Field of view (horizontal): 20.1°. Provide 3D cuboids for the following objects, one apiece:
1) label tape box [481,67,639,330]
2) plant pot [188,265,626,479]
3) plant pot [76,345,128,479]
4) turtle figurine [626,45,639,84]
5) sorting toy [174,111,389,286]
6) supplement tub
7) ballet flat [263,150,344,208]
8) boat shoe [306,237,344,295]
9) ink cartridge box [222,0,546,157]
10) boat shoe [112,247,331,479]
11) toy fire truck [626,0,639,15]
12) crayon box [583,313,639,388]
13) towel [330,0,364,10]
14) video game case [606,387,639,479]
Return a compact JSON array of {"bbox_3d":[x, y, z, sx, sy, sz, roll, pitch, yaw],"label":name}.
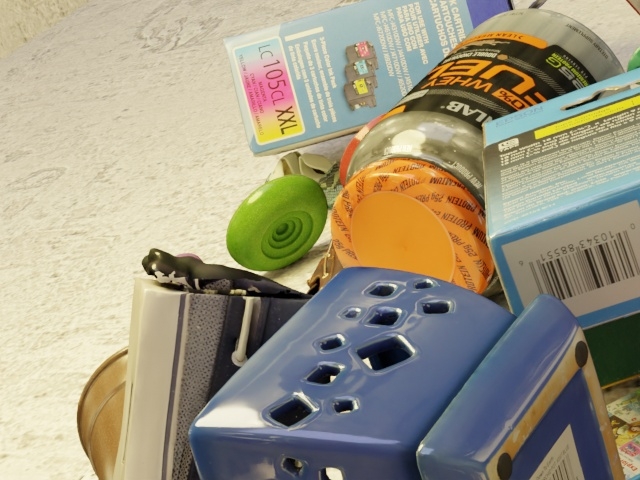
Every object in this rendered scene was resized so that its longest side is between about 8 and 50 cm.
[{"bbox_3d":[0.264,-0.048,1.509,0.240,0.106,0.334,-19,16,11],"label":"label tape box"},{"bbox_3d":[0.080,0.169,1.269,0.212,0.236,0.236,0,30,35],"label":"plant pot"},{"bbox_3d":[-0.121,0.193,1.529,0.167,0.167,0.165,-22,29,2],"label":"plant pot"},{"bbox_3d":[0.408,-0.176,1.924,0.175,0.118,0.234,36,28,15],"label":"turtle figurine"},{"bbox_3d":[0.000,0.000,1.980,0.365,0.127,0.126,-31,52,-13],"label":"sorting toy"},{"bbox_3d":[0.161,-0.076,1.802,0.207,0.207,0.338,-6,27,37],"label":"supplement tub"},{"bbox_3d":[-0.017,-0.079,2.194,0.070,0.070,0.188,-36,24,-30],"label":"ballet flat"},{"bbox_3d":[0.019,0.048,1.834,0.073,0.073,0.207,-18,21,7],"label":"boat shoe"},{"bbox_3d":[0.102,-0.217,2.155,0.395,0.151,0.270,-13,3,4],"label":"ink cartridge box"},{"bbox_3d":[-0.076,0.183,1.371,0.158,0.340,0.127,6,5,-11],"label":"boat shoe"},{"bbox_3d":[0.433,-0.328,2.040,0.254,0.302,0.169,-12,59,36],"label":"toy fire truck"},{"bbox_3d":[0.343,0.014,1.547,0.323,0.083,0.203,-19,16,8],"label":"crayon box"},{"bbox_3d":[0.074,-0.258,2.453,0.283,0.121,0.235,3,34,49],"label":"towel"},{"bbox_3d":[0.281,0.140,1.421,0.166,0.015,0.119,-26,21,-9],"label":"video game case"}]
